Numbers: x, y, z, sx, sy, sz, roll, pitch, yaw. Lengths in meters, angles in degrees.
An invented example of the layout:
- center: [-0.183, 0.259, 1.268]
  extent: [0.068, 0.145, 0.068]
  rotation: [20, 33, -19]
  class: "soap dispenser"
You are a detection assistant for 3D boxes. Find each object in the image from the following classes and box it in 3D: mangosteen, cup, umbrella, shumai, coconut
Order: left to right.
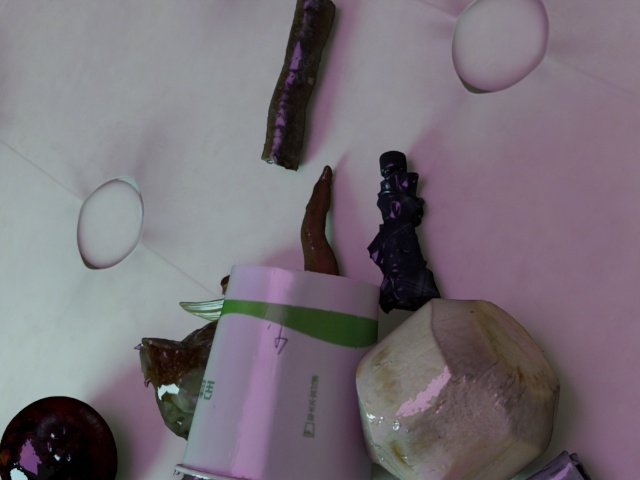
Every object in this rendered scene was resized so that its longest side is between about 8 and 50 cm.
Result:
- center: [-0.382, 0.319, 2.117]
  extent: [0.200, 0.200, 0.200]
  rotation: [-13, 68, 35]
  class: "mangosteen"
- center: [-0.164, 0.190, 1.954]
  extent: [0.206, 0.175, 0.166]
  rotation: [-23, 77, 31]
  class: "shumai"
- center: [-0.039, 0.174, 1.807]
  extent: [0.253, 0.253, 0.274]
  rotation: [2, 82, 39]
  class: "cup"
- center: [0.098, -0.010, 1.899]
  extent: [0.071, 0.080, 0.224]
  rotation: [125, 144, -58]
  class: "umbrella"
- center: [0.148, 0.192, 1.694]
  extent: [0.241, 0.241, 0.241]
  rotation: [-13, 68, 35]
  class: "coconut"

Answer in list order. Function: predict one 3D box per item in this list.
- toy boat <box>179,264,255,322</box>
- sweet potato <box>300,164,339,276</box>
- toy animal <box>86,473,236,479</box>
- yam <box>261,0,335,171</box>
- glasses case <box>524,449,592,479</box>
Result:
- center: [-0.116, 0.077, 2.037]
  extent: [0.172, 0.065, 0.066]
  rotation: [-20, 77, 27]
  class: "toy boat"
- center: [0.000, 0.000, 1.985]
  extent: [0.050, 0.050, 0.214]
  rotation: [-20, 61, 32]
  class: "sweet potato"
- center: [-0.259, 0.408, 1.924]
  extent: [0.344, 0.194, 0.302]
  rotation: [10, 76, 9]
  class: "toy animal"
- center: [-0.034, -0.221, 2.073]
  extent: [0.061, 0.061, 0.253]
  rotation: [7, 81, 40]
  class: "yam"
- center: [0.199, 0.374, 1.671]
  extent: [0.308, 0.083, 0.128]
  rotation: [-38, 75, 7]
  class: "glasses case"
